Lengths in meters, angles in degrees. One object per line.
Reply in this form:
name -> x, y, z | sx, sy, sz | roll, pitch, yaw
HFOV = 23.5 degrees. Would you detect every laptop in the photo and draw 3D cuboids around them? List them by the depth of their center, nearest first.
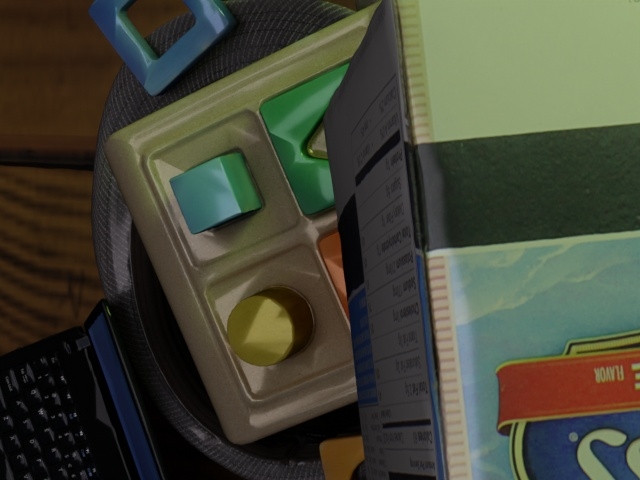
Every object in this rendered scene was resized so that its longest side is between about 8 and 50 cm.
laptop -> -0.167, 0.178, 0.938 | 0.264, 0.136, 0.234 | -21, 86, 22

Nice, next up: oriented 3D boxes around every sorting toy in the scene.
sorting toy -> -0.008, -0.002, 0.780 | 0.196, 0.047, 0.347 | -24, 89, 24

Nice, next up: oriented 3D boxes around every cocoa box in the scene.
cocoa box -> 0.191, 0.020, 0.629 | 0.347, 0.231, 0.228 | -5, 83, -5

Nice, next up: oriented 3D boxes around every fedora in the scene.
fedora -> 0.000, 0.000, 0.872 | 0.244, 0.124, 0.275 | -9, 95, 25

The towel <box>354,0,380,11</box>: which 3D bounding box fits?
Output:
towel -> 0.147, -0.135, 0.786 | 0.282, 0.187, 0.049 | 5, 58, 21
